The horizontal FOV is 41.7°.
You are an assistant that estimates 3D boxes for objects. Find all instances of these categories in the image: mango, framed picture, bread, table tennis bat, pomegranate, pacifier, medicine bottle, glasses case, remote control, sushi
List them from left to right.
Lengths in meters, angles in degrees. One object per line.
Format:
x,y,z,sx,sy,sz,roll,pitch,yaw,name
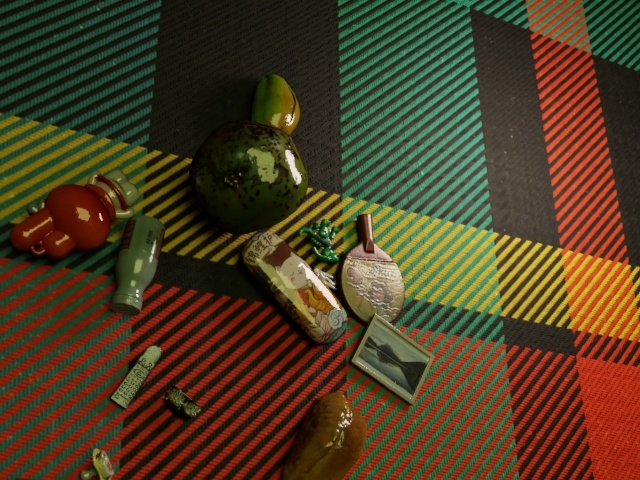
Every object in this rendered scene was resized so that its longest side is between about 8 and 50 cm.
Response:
-0.450,0.459,1.685,0.064,0.068,0.083,-20,100,-2,pacifier
-0.410,0.055,1.866,0.090,0.090,0.216,20,60,-21,medicine bottle
-0.393,0.291,1.807,0.043,0.027,0.152,42,55,-14,remote control
-0.303,0.357,1.826,0.083,0.044,0.046,41,75,-5,sushi
-0.156,-0.160,2.039,0.285,0.285,0.341,55,20,3,pomegranate
-0.117,-0.353,2.221,0.125,0.111,0.233,33,41,-30,mango
-0.065,0.116,2.043,0.321,0.082,0.122,48,55,-2,glasses case
0.026,0.453,1.906,0.129,0.134,0.260,37,55,-12,bread
0.129,0.079,2.206,0.200,0.038,0.310,6,68,-29,table tennis bat
0.184,0.300,2.127,0.203,0.015,0.150,38,61,-13,framed picture

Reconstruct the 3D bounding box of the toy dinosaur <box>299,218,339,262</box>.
0.000,0.000,2.156,0.132,0.059,0.096,28,62,-26,toy dinosaur

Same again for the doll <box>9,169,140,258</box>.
-0.530,-0.050,1.824,0.290,0.130,0.161,-39,90,-31,doll

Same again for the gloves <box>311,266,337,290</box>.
0.003,0.107,2.124,0.086,0.026,0.064,31,57,-20,gloves

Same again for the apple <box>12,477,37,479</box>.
-0.549,0.498,1.569,0.114,0.102,0.099,21,57,-21,apple
